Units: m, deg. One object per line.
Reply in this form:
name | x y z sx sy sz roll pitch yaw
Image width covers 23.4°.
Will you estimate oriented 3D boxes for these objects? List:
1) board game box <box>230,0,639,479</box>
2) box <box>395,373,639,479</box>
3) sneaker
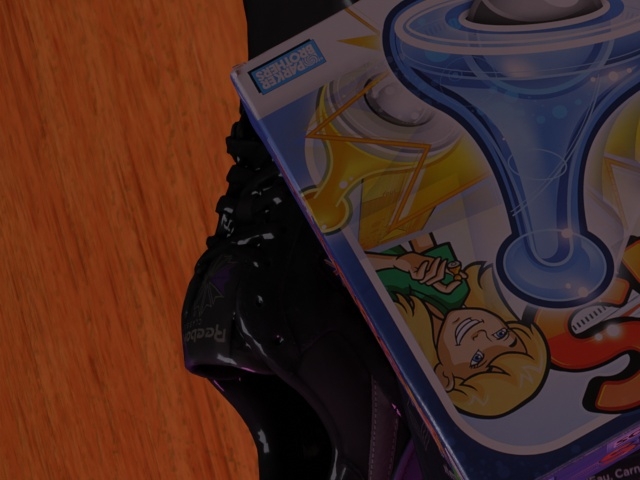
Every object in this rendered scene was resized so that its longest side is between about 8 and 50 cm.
board game box | 0.096 -0.033 0.398 0.136 0.201 0.035 59 178 22
box | 0.086 0.076 0.491 0.156 0.093 0.158 172 83 -85
sneaker | 0.000 0.000 0.614 0.107 0.124 0.283 -17 88 57
